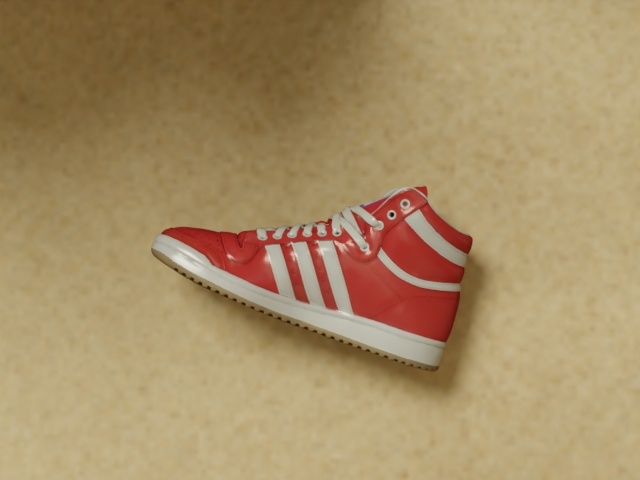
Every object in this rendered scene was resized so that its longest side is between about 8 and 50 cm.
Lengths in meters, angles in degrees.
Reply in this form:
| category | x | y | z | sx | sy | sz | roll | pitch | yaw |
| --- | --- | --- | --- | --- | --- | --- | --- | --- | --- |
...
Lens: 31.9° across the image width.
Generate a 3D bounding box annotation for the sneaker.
| category | x | y | z | sx | sy | sz | roll | pitch | yaw |
| --- | --- | --- | --- | --- | --- | --- | --- | --- | --- |
| sneaker | 0.000 | 0.000 | 0.428 | 0.118 | 0.042 | 0.067 | 20 | 92 | -5 |
